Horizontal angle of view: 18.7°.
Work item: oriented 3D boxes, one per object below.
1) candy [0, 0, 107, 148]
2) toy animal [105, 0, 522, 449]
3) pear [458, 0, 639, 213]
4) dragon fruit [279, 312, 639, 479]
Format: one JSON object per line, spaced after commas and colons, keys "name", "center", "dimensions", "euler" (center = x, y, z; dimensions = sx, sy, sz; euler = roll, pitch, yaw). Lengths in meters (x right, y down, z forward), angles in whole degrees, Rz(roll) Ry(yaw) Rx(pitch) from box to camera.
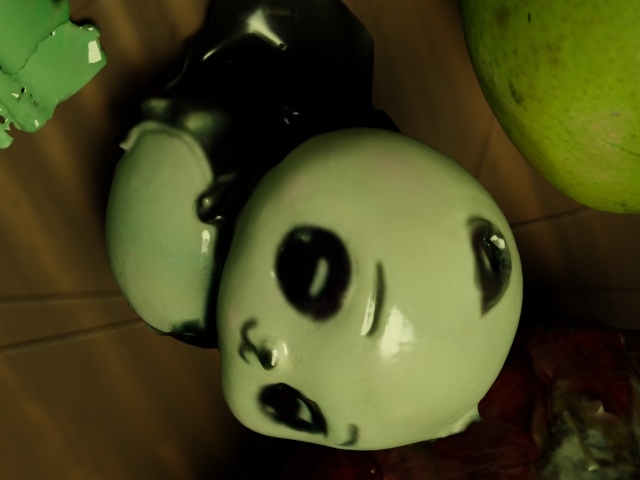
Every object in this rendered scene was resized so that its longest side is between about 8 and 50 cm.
{"name": "candy", "center": [-0.281, -0.008, 0.705], "dimensions": [0.398, 0.172, 0.263], "euler": [-51, 142, -11]}
{"name": "toy animal", "center": [0.000, 0.000, 0.812], "dimensions": [0.138, 0.179, 0.166], "euler": [-19, 138, -30]}
{"name": "pear", "center": [0.147, -0.099, 0.804], "dimensions": [0.187, 0.187, 0.219], "euler": [-10, 133, -19]}
{"name": "dragon fruit", "center": [0.105, 0.199, 0.912], "dimensions": [0.329, 0.329, 0.329], "euler": [-13, 128, -17]}
